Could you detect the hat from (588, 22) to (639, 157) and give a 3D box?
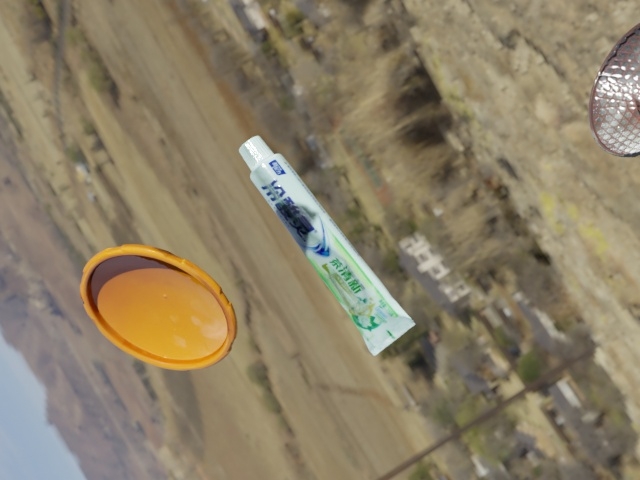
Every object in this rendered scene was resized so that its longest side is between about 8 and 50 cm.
[{"bbox_3d":[0.437,-0.185,1.458,0.082,0.193,0.193,18,-171,-28],"label":"hat"}]

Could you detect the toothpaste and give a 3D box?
[{"bbox_3d":[0.000,0.000,1.364,0.075,0.048,0.297,-43,77,32],"label":"toothpaste"}]

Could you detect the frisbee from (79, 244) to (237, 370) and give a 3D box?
[{"bbox_3d":[-0.183,0.073,1.319,0.192,0.035,0.192,12,133,13],"label":"frisbee"}]
